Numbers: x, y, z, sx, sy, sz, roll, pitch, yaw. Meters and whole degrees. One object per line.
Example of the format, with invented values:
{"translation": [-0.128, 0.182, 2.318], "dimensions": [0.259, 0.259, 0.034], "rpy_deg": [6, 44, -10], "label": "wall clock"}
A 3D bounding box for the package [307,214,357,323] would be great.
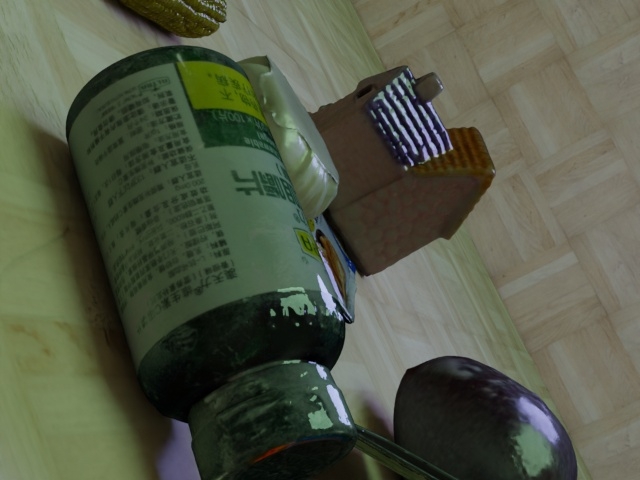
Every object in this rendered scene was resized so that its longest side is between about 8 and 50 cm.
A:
{"translation": [0.000, 0.000, 1.346], "dimensions": [0.171, 0.027, 0.173], "rpy_deg": [58, 16, -18], "label": "package"}

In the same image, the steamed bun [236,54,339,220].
{"translation": [-0.057, -0.096, 1.142], "dimensions": [0.183, 0.106, 0.183], "rpy_deg": [60, 9, -16], "label": "steamed bun"}

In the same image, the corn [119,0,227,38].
{"translation": [-0.159, -0.264, 1.152], "dimensions": [0.080, 0.080, 0.238], "rpy_deg": [63, 11, 6], "label": "corn"}

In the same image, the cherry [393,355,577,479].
{"translation": [0.177, 0.240, 1.189], "dimensions": [0.266, 0.183, 0.213], "rpy_deg": [49, -1, 17], "label": "cherry"}

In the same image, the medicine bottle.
{"translation": [-0.071, 0.020, 0.736], "dimensions": [0.141, 0.141, 0.293], "rpy_deg": [40, 26, -61], "label": "medicine bottle"}

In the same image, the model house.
{"translation": [0.108, -0.121, 1.563], "dimensions": [0.237, 0.237, 0.202], "rpy_deg": [58, 14, -16], "label": "model house"}

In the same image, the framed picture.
{"translation": [0.075, 0.193, 0.942], "dimensions": [0.216, 0.016, 0.273], "rpy_deg": [24, -7, 37], "label": "framed picture"}
